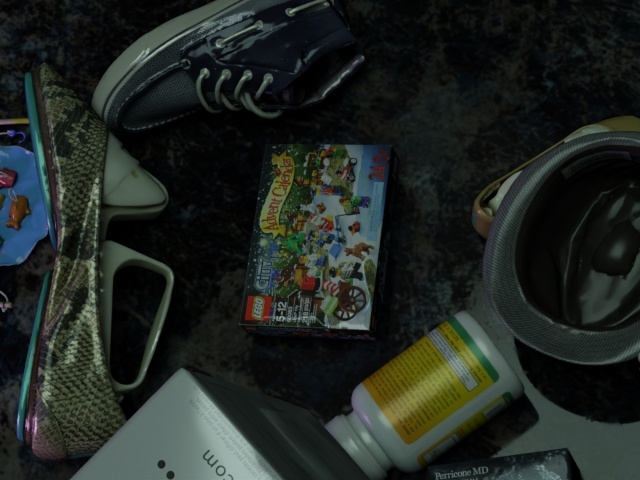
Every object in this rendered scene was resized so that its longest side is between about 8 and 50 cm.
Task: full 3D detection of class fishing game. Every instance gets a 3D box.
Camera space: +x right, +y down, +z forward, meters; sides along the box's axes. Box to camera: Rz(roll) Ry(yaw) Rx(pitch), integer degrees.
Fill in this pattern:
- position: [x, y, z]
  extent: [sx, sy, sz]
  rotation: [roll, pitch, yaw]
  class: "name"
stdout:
- position: [-0.423, -0.040, 2.158]
  extent: [0.189, 0.041, 0.264]
  rotation: [3, 70, 20]
  class: "fishing game"

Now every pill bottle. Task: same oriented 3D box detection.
- position: [0.109, 0.181, 1.876]
  extent: [0.208, 0.117, 0.117]
  rotation: [-37, 64, 0]
  class: "pill bottle"

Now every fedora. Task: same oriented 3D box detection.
- position: [0.314, 0.018, 1.876]
  extent: [0.244, 0.124, 0.275]
  rotation: [16, 77, 22]
  class: "fedora"

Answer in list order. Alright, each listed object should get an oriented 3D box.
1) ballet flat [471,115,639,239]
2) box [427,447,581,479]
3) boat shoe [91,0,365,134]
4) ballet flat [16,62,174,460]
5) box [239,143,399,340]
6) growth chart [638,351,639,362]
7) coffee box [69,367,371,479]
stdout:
- position: [0.276, -0.076, 1.954]
  extent: [0.232, 0.073, 0.080]
  rotation: [-34, 65, 0]
  class: "ballet flat"
- position: [0.202, 0.315, 1.811]
  extent: [0.156, 0.093, 0.158]
  rotation: [-10, 66, 12]
  class: "box"
- position: [-0.108, -0.202, 2.080]
  extent: [0.340, 0.127, 0.158]
  rotation: [-34, 57, 0]
  class: "boat shoe"
- position: [-0.266, 0.022, 2.041]
  extent: [0.182, 0.164, 0.482]
  rotation: [-1, 74, -4]
  class: "ballet flat"
- position: [0.000, 0.000, 2.018]
  extent: [0.159, 0.044, 0.233]
  rotation: [1, 69, 16]
  class: "box"
- position: [0.417, 0.096, 1.801]
  extent: [0.237, 0.172, 0.021]
  rotation: [-49, 42, -16]
  class: "growth chart"
- position: [-0.081, 0.373, 1.646]
  extent: [0.334, 0.338, 0.337]
  rotation: [-45, 69, 5]
  class: "coffee box"
